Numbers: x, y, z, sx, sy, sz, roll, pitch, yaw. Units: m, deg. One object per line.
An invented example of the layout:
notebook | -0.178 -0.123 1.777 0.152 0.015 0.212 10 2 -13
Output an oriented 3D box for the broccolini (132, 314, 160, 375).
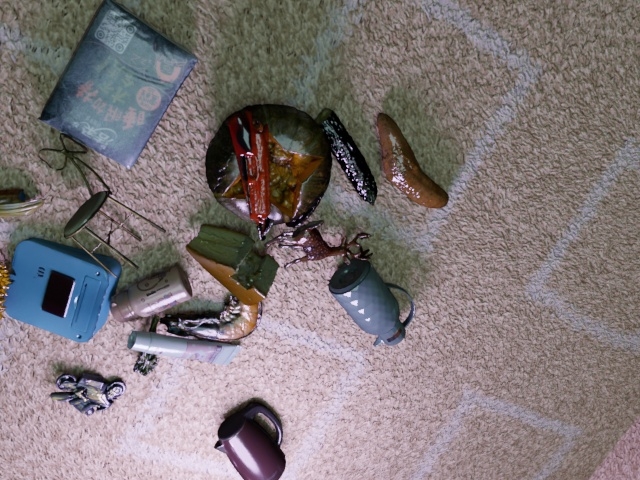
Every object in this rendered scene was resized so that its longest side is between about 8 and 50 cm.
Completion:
broccolini | -0.471 0.298 1.443 0.058 0.074 0.201 26 116 -3

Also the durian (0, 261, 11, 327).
durian | -0.855 0.137 1.270 0.250 0.138 0.183 -42 116 13

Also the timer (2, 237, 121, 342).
timer | -0.679 0.124 1.355 0.250 0.091 0.231 21 106 -7

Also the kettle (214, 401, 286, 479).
kettle | -0.207 0.640 1.626 0.202 0.144 0.232 -38 113 -18

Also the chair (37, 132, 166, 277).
chair | -0.551 -0.071 1.229 0.160 0.170 0.325 -14 131 42

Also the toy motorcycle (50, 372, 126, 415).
toy motorcycle | -0.666 0.444 1.477 0.193 0.061 0.124 17 100 -27

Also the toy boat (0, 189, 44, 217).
toy boat | -0.761 -0.090 1.242 0.172 0.065 0.066 -3 90 -13

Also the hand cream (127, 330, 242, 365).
hand cream | -0.378 0.302 1.458 0.331 0.058 0.085 20 113 -42

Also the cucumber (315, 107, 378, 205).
cucumber | 0.080 -0.215 1.383 0.072 0.072 0.300 -35 116 3

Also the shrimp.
shrimp | -0.305 0.187 1.460 0.290 0.054 0.222 1 112 -16

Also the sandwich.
sandwich | -0.234 0.055 1.375 0.236 0.122 0.128 42 142 -19

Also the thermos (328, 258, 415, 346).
thermos | 0.167 0.186 1.523 0.182 0.145 0.286 -37 116 6

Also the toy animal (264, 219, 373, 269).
toy animal | 0.002 0.019 1.410 0.260 0.243 0.087 -11 72 15

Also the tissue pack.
tissue pack | -0.460 -0.352 1.183 0.228 0.103 0.315 31 101 -20

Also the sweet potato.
sweet potato | 0.236 -0.192 1.418 0.341 0.092 0.114 47 71 -24

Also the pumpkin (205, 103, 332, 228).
pumpkin | -0.124 -0.187 1.277 0.321 0.192 0.320 -4 114 -9

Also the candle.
candle | -0.149 -0.139 1.155 0.084 0.059 0.301 -3 110 2

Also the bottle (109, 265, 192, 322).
bottle | -0.458 0.155 1.393 0.209 0.097 0.110 -23 138 -2
